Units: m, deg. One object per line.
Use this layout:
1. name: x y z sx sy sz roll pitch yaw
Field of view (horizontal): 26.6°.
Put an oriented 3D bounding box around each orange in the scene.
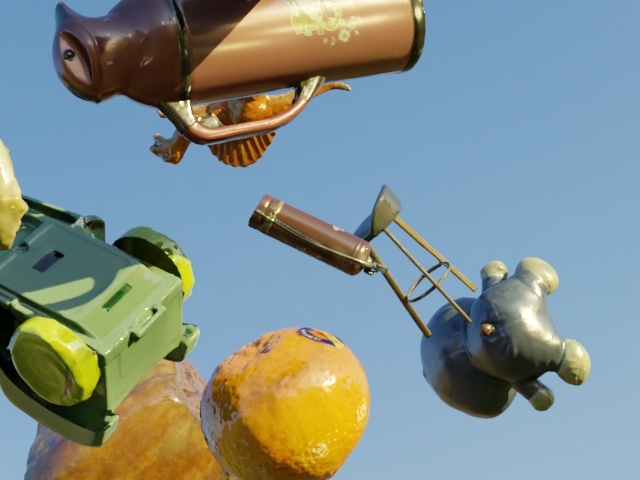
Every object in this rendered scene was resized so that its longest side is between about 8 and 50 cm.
1. orange: -0.034 0.172 1.388 0.177 0.177 0.155 -17 -69 1

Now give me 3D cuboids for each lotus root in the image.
1. lotus root: -0.229 0.295 1.913 0.250 0.316 0.316 -40 -35 17

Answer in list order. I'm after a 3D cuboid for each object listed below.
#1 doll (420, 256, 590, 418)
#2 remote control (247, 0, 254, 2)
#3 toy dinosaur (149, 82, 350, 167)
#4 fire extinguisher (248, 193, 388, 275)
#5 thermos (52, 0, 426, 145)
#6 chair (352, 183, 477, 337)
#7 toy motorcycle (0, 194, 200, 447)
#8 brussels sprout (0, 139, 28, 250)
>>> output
1. doll: 0.252 0.156 1.964 0.154 0.228 0.258 -11 -19 -28
2. remote control: -0.059 -0.290 1.182 0.038 0.285 0.123 -21 -71 11
3. toy dinosaur: -0.086 -0.136 1.502 0.212 0.142 0.057 17 6 19
4. fire extinguisher: 0.000 0.000 1.474 0.158 0.043 0.064 25 4 5
5. thermos: -0.075 -0.167 1.210 0.330 0.109 0.136 -12 -70 -24
6. chair: 0.121 0.032 1.896 0.095 0.104 0.221 -34 -76 20
7. toy motorcycle: -0.302 0.070 1.408 0.191 0.326 0.200 -46 -30 -41
8. brussels sprout: -0.289 -0.049 1.010 0.100 0.181 0.139 -4 -62 -33
